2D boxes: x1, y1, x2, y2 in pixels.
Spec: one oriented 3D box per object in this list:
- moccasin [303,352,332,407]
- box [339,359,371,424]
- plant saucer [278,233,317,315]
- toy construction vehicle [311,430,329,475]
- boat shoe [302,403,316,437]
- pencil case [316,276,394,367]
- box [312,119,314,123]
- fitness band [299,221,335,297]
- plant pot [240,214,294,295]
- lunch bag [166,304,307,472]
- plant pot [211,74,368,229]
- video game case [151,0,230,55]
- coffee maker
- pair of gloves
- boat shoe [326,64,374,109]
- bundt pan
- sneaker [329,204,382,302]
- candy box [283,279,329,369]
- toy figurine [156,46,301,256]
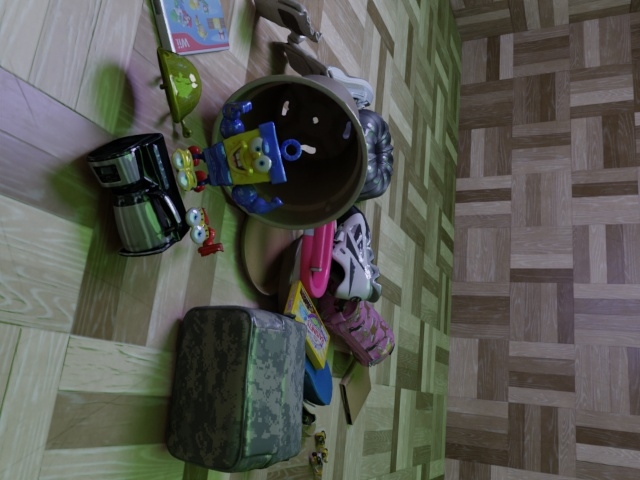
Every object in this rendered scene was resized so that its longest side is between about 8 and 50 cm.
[{"bbox_3d":[-0.071,0.298,1.362,0.138,0.116,0.342,-81,151,-47],"label":"moccasin"},{"bbox_3d":[0.122,0.495,1.860,0.201,0.021,0.165,-45,129,-57],"label":"box"},{"bbox_3d":[-0.053,0.113,1.431,0.278,0.041,0.278,7,90,-75],"label":"plant saucer"},{"bbox_3d":[-0.004,0.613,1.584,0.086,0.035,0.098,-68,150,-60],"label":"toy construction vehicle"},{"bbox_3d":[-0.043,0.475,1.452,0.190,0.072,0.068,58,39,-48],"label":"boat shoe"},{"bbox_3d":[0.106,0.254,1.686,0.160,0.167,0.386,-46,141,-8],"label":"pencil case"},{"bbox_3d":[-0.050,-0.306,1.495,0.062,0.052,0.083,-48,130,-55],"label":"box"},{"bbox_3d":[0.000,0.000,1.380,0.209,0.054,0.291,25,72,-79],"label":"fitness band"},{"bbox_3d":[-0.131,0.015,1.335,0.236,0.032,0.237,-1,90,-65],"label":"plant pot"},{"bbox_3d":[-0.134,0.287,1.078,0.256,0.212,0.306,18,71,-51],"label":"lunch bag"},{"bbox_3d":[-0.040,-0.239,1.261,0.305,0.333,0.334,-69,149,-60],"label":"plant pot"},{"bbox_3d":[-0.269,-0.514,1.074,0.204,0.025,0.286,-43,127,-58],"label":"video game case"},{"bbox_3d":[-0.297,-0.085,0.922,0.171,0.120,0.179,-105,-177,-67],"label":"coffee maker"},{"bbox_3d":[-0.056,-0.492,1.339,0.042,0.204,0.240,-47,145,-11],"label":"pair of gloves"},{"bbox_3d":[0.063,-0.449,1.679,0.320,0.118,0.103,0,95,-61],"label":"boat shoe"},{"bbox_3d":[0.161,-0.291,1.860,0.330,0.124,0.331,-2,90,-65],"label":"bundt pan"},{"bbox_3d":[0.064,0.022,1.543,0.123,0.146,0.331,110,-25,-47],"label":"sneaker"},{"bbox_3d":[-0.029,0.204,1.313,0.105,0.027,0.206,-74,147,-47],"label":"candy box"},{"bbox_3d":[-0.147,-0.171,0.993,0.191,0.217,0.363,-132,-150,-85],"label":"toy figurine"}]
